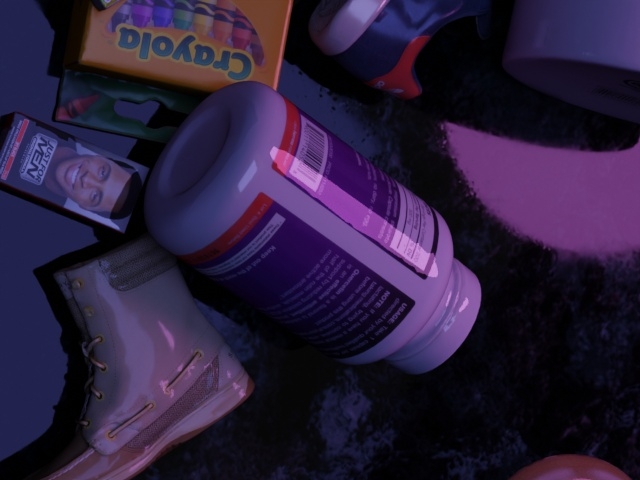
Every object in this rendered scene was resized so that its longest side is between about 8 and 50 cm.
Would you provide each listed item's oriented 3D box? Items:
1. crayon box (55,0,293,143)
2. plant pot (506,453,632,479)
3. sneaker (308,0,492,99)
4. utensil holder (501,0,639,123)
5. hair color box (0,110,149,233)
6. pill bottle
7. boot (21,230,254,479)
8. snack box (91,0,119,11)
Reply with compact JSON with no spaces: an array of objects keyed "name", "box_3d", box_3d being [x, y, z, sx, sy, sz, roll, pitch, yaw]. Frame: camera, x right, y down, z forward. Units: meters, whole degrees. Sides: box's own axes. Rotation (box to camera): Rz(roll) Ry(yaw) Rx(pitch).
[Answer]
[{"name":"crayon box","box_3d":[-0.128,-0.253,1.682,0.202,0.081,0.319,10,88,-20]},{"name":"plant pot","box_3d":[0.271,0.349,1.861,0.236,0.032,0.236,0,91,-19]},{"name":"sneaker","box_3d":[0.144,-0.295,1.763,0.148,0.131,0.350,41,85,-19]},{"name":"utensil holder","box_3d":[0.375,-0.323,1.736,0.327,0.327,0.386,16,86,-19]},{"name":"hair color box","box_3d":[-0.244,-0.064,1.663,0.141,0.043,0.072,22,82,-19]},{"name":"pill bottle","box_3d":[0.000,0.000,1.665,0.323,0.181,0.181,36,79,-28]},{"name":"boot","box_3d":[-0.215,0.125,1.648,0.262,0.095,0.203,-32,101,-18]},{"name":"snack box","box_3d":[-0.171,-0.290,1.603,0.141,0.037,0.100,-35,102,-16]}]
